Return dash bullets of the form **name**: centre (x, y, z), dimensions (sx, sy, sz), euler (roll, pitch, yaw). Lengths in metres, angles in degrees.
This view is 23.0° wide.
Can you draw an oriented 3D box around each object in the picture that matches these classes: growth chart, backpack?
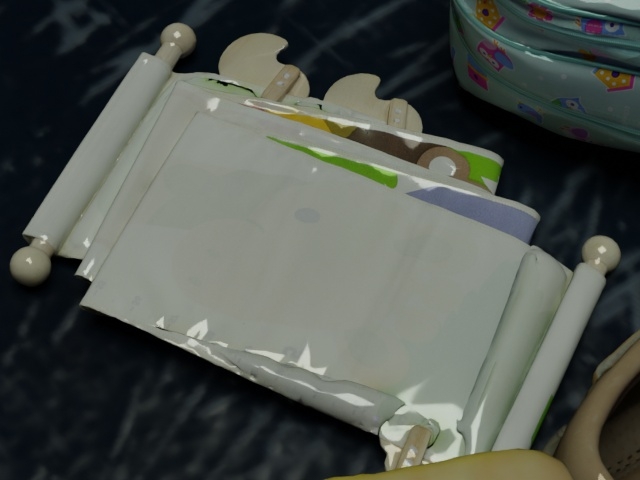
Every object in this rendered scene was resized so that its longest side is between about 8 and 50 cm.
- **growth chart**: centre (0.000, 0.000, 0.627), dimensions (0.237, 0.021, 0.172), euler (26, 56, 17)
- **backpack**: centre (0.142, -0.102, 0.651), dimensions (0.182, 0.115, 0.152), euler (13, 56, 11)

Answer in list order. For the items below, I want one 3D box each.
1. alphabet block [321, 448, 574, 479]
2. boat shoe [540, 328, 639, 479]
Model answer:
- **alphabet block**: centre (-0.016, 0.190, 0.380), dimensions (0.194, 0.192, 0.197), euler (-7, 55, -10)
- **boat shoe**: centre (0.216, 0.028, 0.556), dimensions (0.341, 0.110, 0.121), euler (-32, 60, -23)
